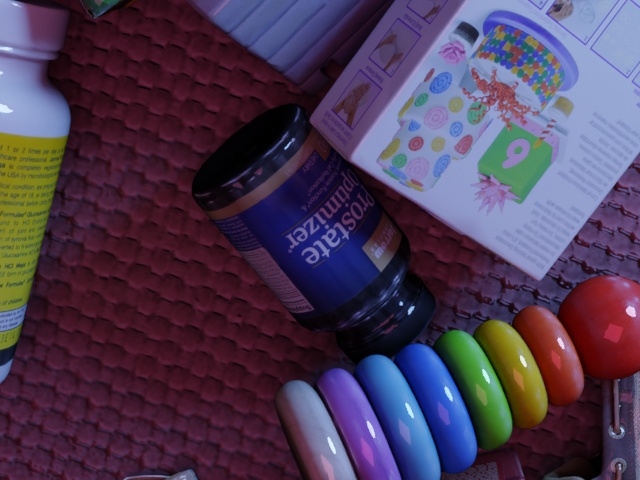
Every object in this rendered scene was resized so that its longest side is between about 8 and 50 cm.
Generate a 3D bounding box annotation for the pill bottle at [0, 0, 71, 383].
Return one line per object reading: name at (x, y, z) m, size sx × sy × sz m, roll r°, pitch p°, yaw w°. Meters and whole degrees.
pill bottle at (-0.318, -0.052, 1.323) m, size 0.188 × 0.188 × 0.333 m, roll 16°, pitch 100°, yaw -1°

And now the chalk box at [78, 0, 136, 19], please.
chalk box at (-0.187, -0.350, 1.271) m, size 0.179 × 0.180 × 0.289 m, roll -34°, pitch 99°, yaw 7°

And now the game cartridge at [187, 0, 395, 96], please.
game cartridge at (0.062, -0.282, 1.255) m, size 0.355 × 0.230 × 0.068 m, roll -44°, pitch 64°, yaw 8°

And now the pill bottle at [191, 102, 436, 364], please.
pill bottle at (0.000, 0.000, 1.348) m, size 0.123 × 0.123 × 0.219 m, roll -37°, pitch 110°, yaw 7°

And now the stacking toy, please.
stacking toy at (0.136, 0.126, 1.312) m, size 0.330 × 0.141 × 0.141 m, roll -22°, pitch 99°, yaw -7°

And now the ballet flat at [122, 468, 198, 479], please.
ballet flat at (-0.189, 0.250, 1.449) m, size 0.168 × 0.057 × 0.052 m, roll -13°, pitch 72°, yaw 0°

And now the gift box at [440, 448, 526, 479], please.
gift box at (0.089, 0.358, 1.348) m, size 0.255 × 0.276 × 0.258 m, roll -12°, pitch 101°, yaw 9°

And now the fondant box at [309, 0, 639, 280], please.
fondant box at (0.184, -0.160, 1.287) m, size 0.238 × 0.096 × 0.330 m, roll 30°, pitch 100°, yaw -34°

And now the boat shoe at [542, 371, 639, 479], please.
boat shoe at (0.259, 0.229, 1.400) m, size 0.123 × 0.123 × 0.341 m, roll 11°, pitch 97°, yaw 8°
